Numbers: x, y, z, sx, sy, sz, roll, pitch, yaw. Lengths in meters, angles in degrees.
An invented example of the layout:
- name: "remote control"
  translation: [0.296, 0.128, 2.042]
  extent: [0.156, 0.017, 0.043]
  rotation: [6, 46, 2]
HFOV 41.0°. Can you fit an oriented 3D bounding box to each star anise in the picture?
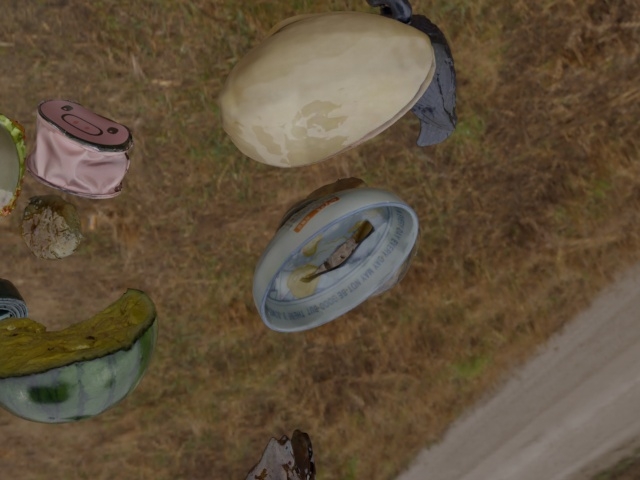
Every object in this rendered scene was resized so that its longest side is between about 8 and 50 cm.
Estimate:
- name: "star anise"
  translation: [-0.053, 0.348, 0.966]
  extent: [0.088, 0.288, 0.288]
  rotation: [5, 151, 16]

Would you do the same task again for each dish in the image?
- name: "dish"
  translation: [0.000, 0.000, 1.277]
  extent: [0.273, 0.133, 0.273]
  rotation: [-26, 150, -17]

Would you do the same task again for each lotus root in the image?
- name: "lotus root"
  translation: [0.081, 0.005, 2.001]
  extent: [0.316, 0.250, 0.316]
  rotation: [3, 111, 7]

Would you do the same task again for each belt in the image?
- name: "belt"
  translation: [-0.855, 0.192, 2.086]
  extent: [0.268, 0.116, 0.206]
  rotation: [-18, 141, -35]

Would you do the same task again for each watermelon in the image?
- name: "watermelon"
  translation: [-0.436, 0.226, 1.525]
  extent: [0.331, 0.330, 0.189]
  rotation: [-14, 115, -2]

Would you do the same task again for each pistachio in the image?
- name: "pistachio"
  translation: [0.007, -0.219, 1.211]
  extent: [0.318, 0.213, 0.193]
  rotation: [-14, 170, 16]

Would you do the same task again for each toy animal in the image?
- name: "toy animal"
  translation: [0.151, -0.301, 1.463]
  extent: [0.122, 0.298, 0.185]
  rotation: [-33, -171, -22]

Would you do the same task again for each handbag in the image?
- name: "handbag"
  translation: [-0.466, -0.177, 1.662]
  extent: [0.205, 0.179, 0.116]
  rotation: [25, 114, 2]

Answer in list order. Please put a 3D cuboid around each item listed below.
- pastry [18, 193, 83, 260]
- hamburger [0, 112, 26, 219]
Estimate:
- name: "pastry"
  translation: [-0.579, -0.027, 1.835]
  extent: [0.153, 0.153, 0.081]
  rotation: [-35, -177, 28]
- name: "hamburger"
  translation: [-0.749, -0.142, 1.759]
  extent: [0.294, 0.275, 0.179]
  rotation: [-2, 173, 5]
